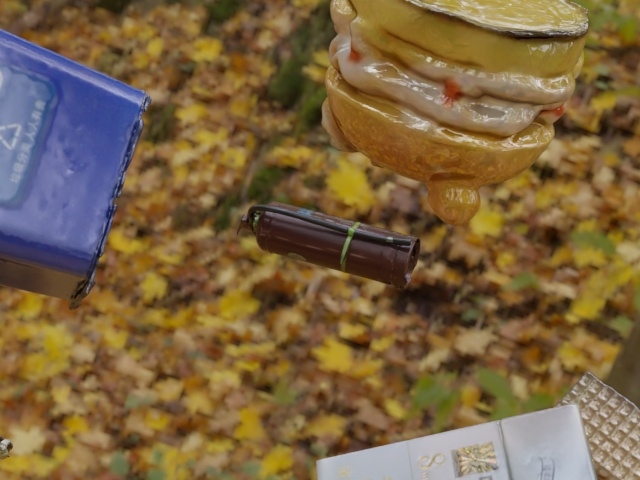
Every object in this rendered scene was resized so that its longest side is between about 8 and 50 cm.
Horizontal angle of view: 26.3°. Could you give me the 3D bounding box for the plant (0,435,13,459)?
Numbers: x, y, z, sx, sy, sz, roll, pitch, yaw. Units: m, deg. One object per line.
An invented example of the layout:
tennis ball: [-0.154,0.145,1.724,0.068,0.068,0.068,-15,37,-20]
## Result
plant: [-0.315,0.164,1.117,0.122,0.116,0.104,46,41,15]

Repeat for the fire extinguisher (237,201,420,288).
fire extinguisher: [0.000,0.000,0.939,0.132,0.039,0.056,15,-25,14]

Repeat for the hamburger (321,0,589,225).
hamburger: [0.129,-0.164,1.427,0.276,0.236,0.276,11,27,-5]

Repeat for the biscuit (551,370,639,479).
biscuit: [0.377,0.271,1.336,0.379,0.094,0.054,37,-13,37]

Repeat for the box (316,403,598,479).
box: [0.124,0.243,1.190,0.243,0.067,0.155,-15,48,8]

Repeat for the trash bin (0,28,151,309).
trash bin: [-0.227,-0.054,0.759,0.235,0.162,0.184,18,-14,-12]
